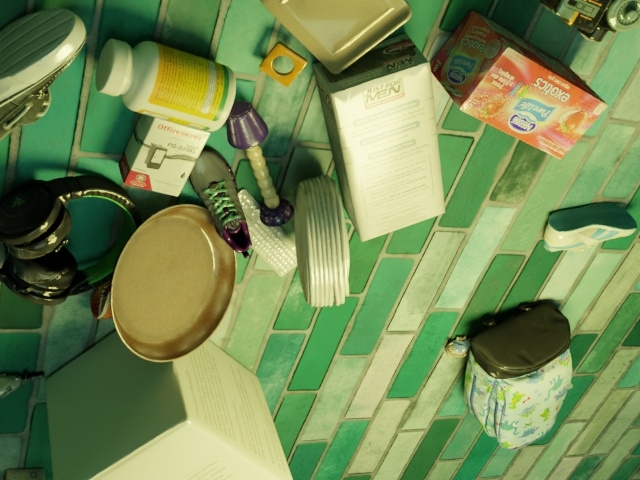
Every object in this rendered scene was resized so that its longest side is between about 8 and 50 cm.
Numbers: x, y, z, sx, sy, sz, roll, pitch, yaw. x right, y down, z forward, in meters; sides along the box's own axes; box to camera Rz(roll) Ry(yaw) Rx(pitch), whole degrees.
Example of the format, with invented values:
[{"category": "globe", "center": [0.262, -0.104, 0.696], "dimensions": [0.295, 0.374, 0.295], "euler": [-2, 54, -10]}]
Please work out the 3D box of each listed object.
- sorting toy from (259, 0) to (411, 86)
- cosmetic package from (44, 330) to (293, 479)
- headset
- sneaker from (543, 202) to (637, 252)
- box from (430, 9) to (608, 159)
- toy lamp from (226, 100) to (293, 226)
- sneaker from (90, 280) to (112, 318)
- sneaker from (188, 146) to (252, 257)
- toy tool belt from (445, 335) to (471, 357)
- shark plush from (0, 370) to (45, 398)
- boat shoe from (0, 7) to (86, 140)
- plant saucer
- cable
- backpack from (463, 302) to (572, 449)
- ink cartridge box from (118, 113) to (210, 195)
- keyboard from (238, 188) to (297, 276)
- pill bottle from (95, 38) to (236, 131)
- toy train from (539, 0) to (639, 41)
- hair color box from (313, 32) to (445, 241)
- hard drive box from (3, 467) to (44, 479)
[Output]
[{"category": "sorting toy", "center": [0.024, -0.398, 1.446], "dimensions": [0.348, 0.047, 0.196], "euler": [-34, 120, 26]}, {"category": "cosmetic package", "center": [-0.325, 0.414, 1.864], "dimensions": [0.327, 0.329, 0.393], "euler": [-34, 134, 9]}, {"category": "headset", "center": [-0.500, 0.029, 1.539], "dimensions": [0.394, 0.185, 0.243], "euler": [-16, 135, -25]}, {"category": "sneaker", "center": [0.635, -0.026, 2.053], "dimensions": [0.229, 0.087, 0.092], "euler": [-5, 139, -10]}, {"category": "box", "center": [0.374, -0.292, 1.645], "dimensions": [0.300, 0.154, 0.142], "euler": [18, 122, -36]}, {"category": "toy lamp", "center": [-0.114, -0.142, 1.624], "dimensions": [0.080, 0.080, 0.274], "euler": [-23, 137, -2]}, {"category": "sneaker", "center": [-0.401, 0.087, 1.735], "dimensions": [0.067, 0.064, 0.175], "euler": [-2, 139, -48]}, {"category": "sneaker", "center": [-0.177, -0.071, 1.632], "dimensions": [0.083, 0.098, 0.223], "euler": [-30, 128, -9]}, {"category": "toy tool belt", "center": [0.363, 0.270, 2.222], "dimensions": [0.083, 0.052, 0.051], "euler": [-10, 142, -16]}, {"category": "shark plush", "center": [-0.670, 0.306, 1.836], "dimensions": [0.161, 0.073, 0.067], "euler": [-32, 159, -22]}, {"category": "boat shoe", "center": [-0.483, -0.241, 1.366], "dimensions": [0.335, 0.121, 0.119], "euler": [-28, 144, 19]}, {"category": "plant saucer", "center": [-0.288, 0.079, 1.676], "dimensions": [0.311, 0.050, 0.310], "euler": [-19, 115, -45]}, {"category": "cable", "center": [0.000, 0.000, 1.679], "dimensions": [0.089, 0.257, 0.257], "euler": [-5, 137, -4]}, {"category": "backpack", "center": [0.507, 0.372, 2.262], "dimensions": [0.290, 0.273, 0.355], "euler": [-20, 150, -26]}, {"category": "ink cartridge box", "center": [-0.278, -0.164, 1.543], "dimensions": [0.109, 0.063, 0.150], "euler": [12, 125, -31]}, {"category": "keyboard", "center": [-0.117, -0.012, 1.786], "dimensions": [0.072, 0.014, 0.256], "euler": [-33, 135, 8]}, {"category": "pill bottle", "center": [-0.256, -0.259, 1.428], "dimensions": [0.209, 0.117, 0.117], "euler": [12, 125, -31]}, {"category": "toy train", "center": [0.525, -0.514, 1.523], "dimensions": [0.190, 0.142, 0.333], "euler": [14, 124, -21]}, {"category": "hair color box", "center": [0.120, -0.186, 1.658], "dimensions": [0.186, 0.113, 0.374], "euler": [-19, 135, -5]}, {"category": "hard drive box", "center": [-0.695, 0.678, 2.015], "dimensions": [0.089, 0.232, 0.181], "euler": [6, 127, -28]}]
